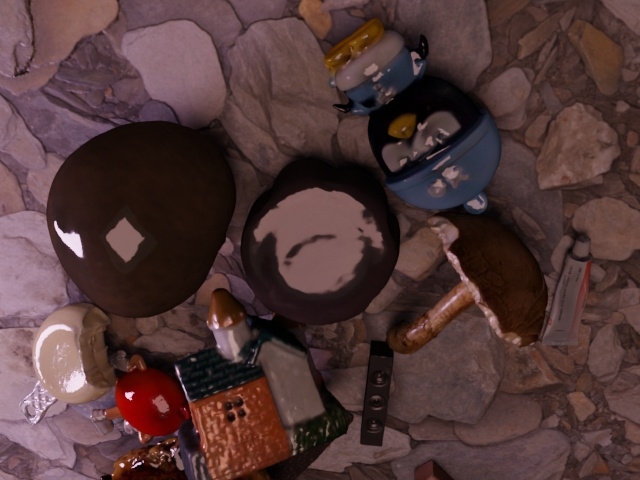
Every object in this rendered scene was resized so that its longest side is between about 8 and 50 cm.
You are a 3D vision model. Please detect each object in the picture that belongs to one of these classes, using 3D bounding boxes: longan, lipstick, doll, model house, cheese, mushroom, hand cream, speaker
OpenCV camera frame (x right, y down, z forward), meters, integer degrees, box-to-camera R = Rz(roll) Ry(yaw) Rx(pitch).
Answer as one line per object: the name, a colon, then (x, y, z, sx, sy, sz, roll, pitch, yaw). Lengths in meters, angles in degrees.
longan: (-0.249, -0.028, 1.439, 0.300, 0.243, 0.300, -22, 144, -17)
lipstick: (0.230, 0.461, 1.793, 0.045, 0.045, 0.145, -35, 112, 24)
doll: (-0.311, 0.268, 1.709, 0.217, 0.085, 0.183, -3, 116, 26)
model house: (-0.123, 0.202, 1.577, 0.271, 0.190, 0.301, -18, 108, -11)
doll: (0.135, -0.157, 1.380, 0.177, 0.141, 0.314, -33, 110, 25)
cheese: (-0.443, 0.207, 1.673, 0.248, 0.070, 0.163, -24, 90, 30)
mushroom: (0.220, 0.111, 1.478, 0.207, 0.233, 0.302, 18, 120, 3)
hand cream: (0.396, 0.083, 1.563, 0.052, 0.038, 0.216, 20, 130, 21)
speaker: (0.095, 0.260, 1.685, 0.040, 0.046, 0.191, 4, 120, 1)

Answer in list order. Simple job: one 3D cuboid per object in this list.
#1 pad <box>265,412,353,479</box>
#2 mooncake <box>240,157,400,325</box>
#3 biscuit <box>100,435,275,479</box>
pad: (-0.119, 0.364, 1.790, 0.220, 0.004, 0.330, 33, 118, -14)
mooncake: (0.000, 0.000, 1.487, 0.244, 0.133, 0.245, 2, 121, 4)
biscuit: (-0.233, 0.449, 1.794, 0.334, 0.081, 0.289, -26, 123, 28)
